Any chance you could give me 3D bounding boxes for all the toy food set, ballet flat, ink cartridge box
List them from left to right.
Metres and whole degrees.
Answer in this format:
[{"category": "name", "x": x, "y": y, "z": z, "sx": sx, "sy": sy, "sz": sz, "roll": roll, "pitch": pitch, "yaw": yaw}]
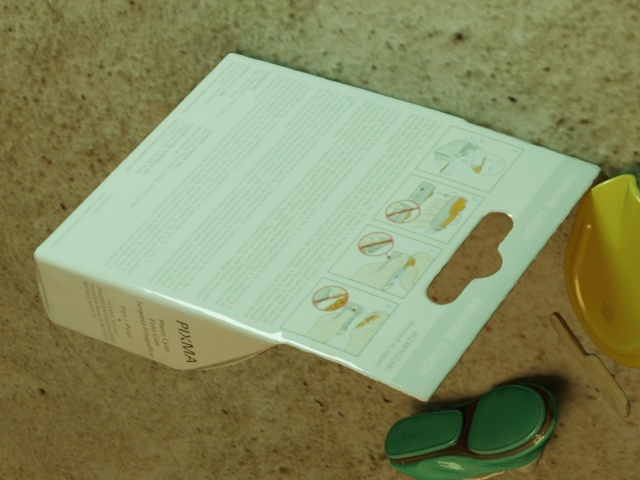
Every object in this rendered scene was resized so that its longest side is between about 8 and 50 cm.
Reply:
[{"category": "ink cartridge box", "x": 0.000, "y": 0.000, "z": 1.600, "sx": 0.385, "sy": 0.308, "sz": 0.091, "roll": 19, "pitch": 139, "yaw": 26}, {"category": "ballet flat", "x": 0.168, "y": 0.195, "z": 1.856, "sx": 0.087, "sy": 0.083, "sz": 0.247, "roll": 31, "pitch": 151, "yaw": -27}, {"category": "toy food set", "x": 0.271, "y": 0.033, "z": 1.596, "sx": 0.128, "sy": 0.071, "sz": 0.218, "roll": 51, "pitch": 149, "yaw": 31}]
